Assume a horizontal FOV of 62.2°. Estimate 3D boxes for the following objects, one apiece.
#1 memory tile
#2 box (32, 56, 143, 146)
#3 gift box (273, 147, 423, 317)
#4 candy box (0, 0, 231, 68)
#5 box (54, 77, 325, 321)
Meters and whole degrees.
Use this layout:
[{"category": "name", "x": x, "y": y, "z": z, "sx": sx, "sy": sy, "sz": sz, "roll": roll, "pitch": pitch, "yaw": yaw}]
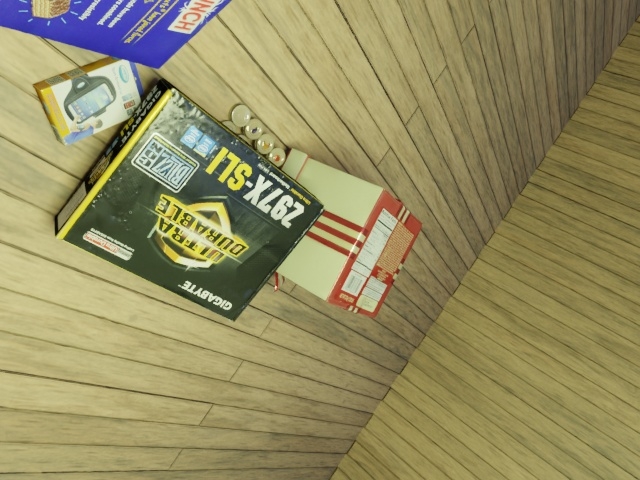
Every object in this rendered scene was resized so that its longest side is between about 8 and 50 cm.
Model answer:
[{"category": "memory tile", "x": -0.131, "y": -0.154, "z": 0.929, "sx": 0.113, "sy": 0.012, "sz": 0.148, "roll": -51, "pitch": 132, "yaw": -9}, {"category": "box", "x": -0.296, "y": -0.190, "z": 0.704, "sx": 0.136, "sy": 0.028, "sz": 0.081, "roll": -34, "pitch": 140, "yaw": -28}, {"category": "gift box", "x": 0.000, "y": 0.000, "z": 1.029, "sx": 0.277, "sy": 0.258, "sz": 0.255, "roll": -59, "pitch": 147, "yaw": -4}, {"category": "candy box", "x": -0.223, "y": -0.308, "z": 0.489, "sx": 0.268, "sy": 0.122, "sz": 0.317, "roll": -25, "pitch": 164, "yaw": 36}, {"category": "box", "x": -0.183, "y": -0.043, "z": 0.813, "sx": 0.322, "sy": 0.079, "sz": 0.257, "roll": 36, "pitch": 95, "yaw": -39}]
